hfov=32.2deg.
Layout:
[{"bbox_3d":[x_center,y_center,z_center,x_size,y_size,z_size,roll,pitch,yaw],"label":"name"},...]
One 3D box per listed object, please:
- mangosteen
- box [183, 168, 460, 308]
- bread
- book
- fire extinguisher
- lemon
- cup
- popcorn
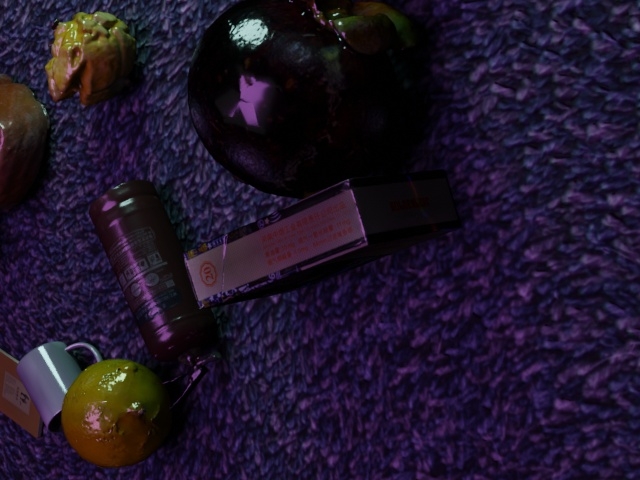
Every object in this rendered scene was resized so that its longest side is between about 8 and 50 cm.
[{"bbox_3d":[-0.024,-0.192,1.376,0.288,0.288,0.288,6,99,41],"label":"mangosteen"},{"bbox_3d":[0.000,0.000,1.422,0.310,0.198,0.084,-22,82,40],"label":"box"},{"bbox_3d":[-0.578,-0.153,1.969,0.190,0.123,0.244,34,118,32],"label":"bread"},{"bbox_3d":[-0.572,0.285,2.089,0.172,0.012,0.118,24,110,38],"label":"book"},{"bbox_3d":[-0.250,0.081,1.705,0.135,0.114,0.337,-33,72,17],"label":"fire extinguisher"},{"bbox_3d":[-0.326,0.277,1.764,0.206,0.173,0.174,-43,67,40],"label":"lemon"},{"bbox_3d":[-0.440,0.246,1.927,0.133,0.136,0.099,53,160,25],"label":"cup"},{"bbox_3d":[-0.366,-0.286,1.751,0.152,0.148,0.167,39,107,3],"label":"popcorn"}]
